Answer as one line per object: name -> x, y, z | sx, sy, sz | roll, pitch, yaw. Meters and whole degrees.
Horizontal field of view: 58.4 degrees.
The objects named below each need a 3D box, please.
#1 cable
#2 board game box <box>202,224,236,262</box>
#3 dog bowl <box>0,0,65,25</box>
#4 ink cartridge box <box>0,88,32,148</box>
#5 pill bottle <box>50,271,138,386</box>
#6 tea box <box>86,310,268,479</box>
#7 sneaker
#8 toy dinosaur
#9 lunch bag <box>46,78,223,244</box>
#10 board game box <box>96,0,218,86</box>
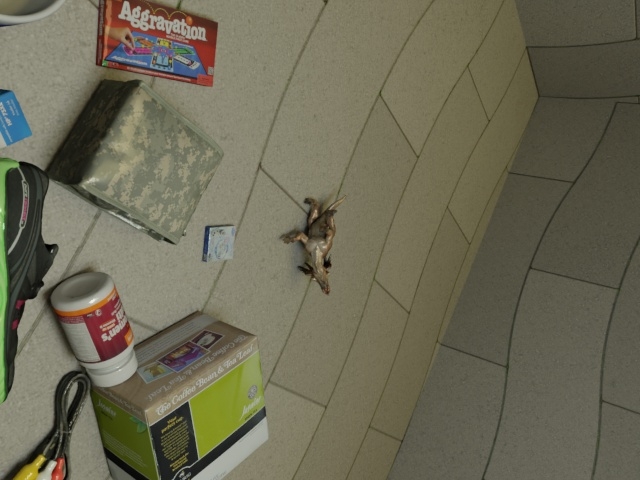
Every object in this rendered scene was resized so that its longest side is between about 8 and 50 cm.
cable -> -0.535, 0.425, 1.190 | 0.139, 0.072, 0.287 | 43, 69, -48
board game box -> -0.258, 0.007, 1.461 | 0.090, 0.020, 0.090 | -6, 107, -52
dog bowl -> -0.504, -0.456, 0.847 | 0.265, 0.104, 0.264 | -14, 106, -58
ink cartridge box -> -0.583, -0.156, 0.859 | 0.231, 0.134, 0.077 | -41, 133, -39
pill bottle -> -0.454, 0.184, 1.172 | 0.121, 0.121, 0.221 | -38, 131, -40
tea box -> -0.319, 0.397, 1.352 | 0.329, 0.220, 0.323 | -28, 125, -46
sneaker -> -0.518, 0.086, 0.925 | 0.482, 0.185, 0.202 | -65, 171, 28
toy dinosaur -> 0.000, 0.000, 1.734 | 0.200, 0.127, 0.295 | 68, 36, -50
lunch bag -> -0.348, -0.148, 1.156 | 0.287, 0.169, 0.235 | 39, 71, -48
board game box -> -0.332, -0.415, 1.199 | 0.281, 0.027, 0.144 | -7, 107, -52
